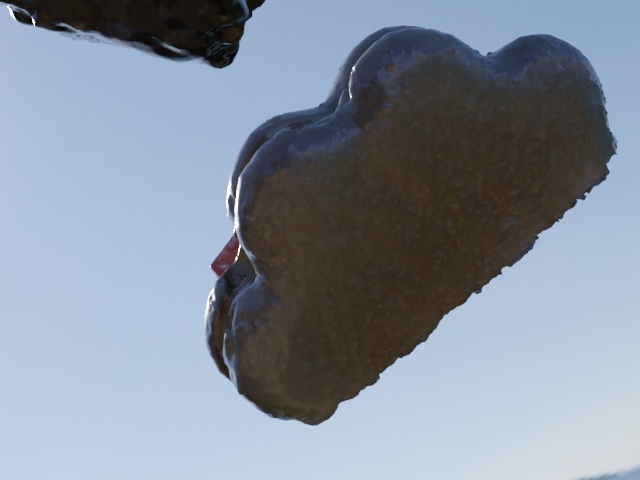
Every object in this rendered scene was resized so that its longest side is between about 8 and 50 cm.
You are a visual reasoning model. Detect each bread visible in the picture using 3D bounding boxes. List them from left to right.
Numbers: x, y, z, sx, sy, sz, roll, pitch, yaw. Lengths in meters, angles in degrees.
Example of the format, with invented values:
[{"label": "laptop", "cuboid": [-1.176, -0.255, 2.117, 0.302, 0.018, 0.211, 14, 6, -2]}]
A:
[{"label": "bread", "cuboid": [0.045, -0.035, 0.725, 0.337, 0.183, 0.102, -41, 24, -7]}]

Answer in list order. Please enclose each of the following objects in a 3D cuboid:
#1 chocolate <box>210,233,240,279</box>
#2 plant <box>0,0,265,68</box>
[{"label": "chocolate", "cuboid": [0.000, 0.000, 1.266, 0.235, 0.108, 0.237, -55, -23, 4]}, {"label": "plant", "cuboid": [-0.103, -0.155, 0.398, 0.142, 0.203, 0.131, 108, -173, -50]}]
